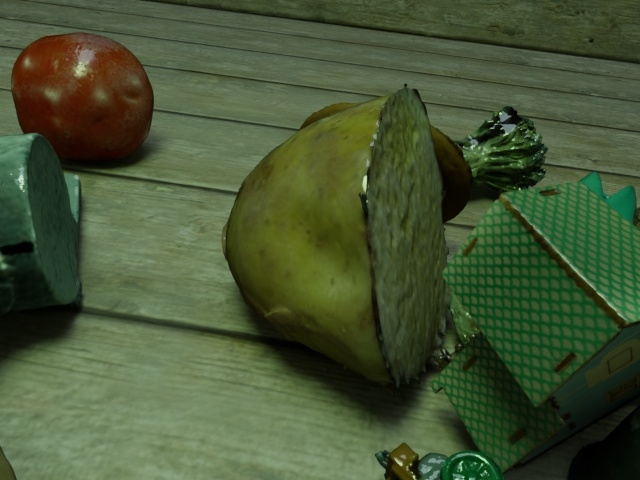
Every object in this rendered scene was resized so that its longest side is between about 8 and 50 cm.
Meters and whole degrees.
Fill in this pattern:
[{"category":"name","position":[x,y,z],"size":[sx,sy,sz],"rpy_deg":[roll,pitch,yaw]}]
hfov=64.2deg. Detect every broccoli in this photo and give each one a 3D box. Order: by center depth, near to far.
[{"category":"broccoli","position":[0.233,-0.122,0.895],"size":[0.303,0.165,0.146],"rpy_deg":[-13,67,-6]}]

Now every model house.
[{"category":"model house","position":[0.198,0.051,0.424],"size":[0.271,0.206,0.178],"rpy_deg":[-33,50,11]}]

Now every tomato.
[{"category":"tomato","position":[-0.403,-0.238,0.872],"size":[0.231,0.232,0.189],"rpy_deg":[0,55,-10]}]

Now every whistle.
[{"category":"whistle","position":[-0.376,-0.009,0.597],"size":[0.168,0.188,0.405],"rpy_deg":[-8,2,-13]}]

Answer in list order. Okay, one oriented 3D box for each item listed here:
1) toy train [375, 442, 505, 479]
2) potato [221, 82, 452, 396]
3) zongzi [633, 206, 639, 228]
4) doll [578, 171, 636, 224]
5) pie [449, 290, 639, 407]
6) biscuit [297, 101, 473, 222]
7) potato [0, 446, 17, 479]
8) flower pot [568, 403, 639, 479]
[{"category":"toy train","position":[0.097,0.238,0.338],"size":[0.136,0.091,0.227],"rpy_deg":[-27,45,-26]},{"category":"potato","position":[0.000,0.000,0.571],"size":[0.237,0.301,0.288],"rpy_deg":[-3,13,28]},{"category":"zongzi","position":[0.591,-0.019,0.825],"size":[0.194,0.099,0.197],"rpy_deg":[14,23,11]},{"category":"doll","position":[0.329,0.018,0.693],"size":[0.258,0.153,0.195],"rpy_deg":[-25,60,-15]},{"category":"pie","position":[0.269,0.072,0.563],"size":[0.240,0.054,0.241],"rpy_deg":[-7,62,13]},{"category":"biscuit","position":[0.082,-0.091,0.718],"size":[0.261,0.262,0.037],"rpy_deg":[17,63,16]},{"category":"potato","position":[-0.278,0.152,0.253],"size":[0.189,0.265,0.211],"rpy_deg":[19,28,35]},{"category":"flower pot","position":[0.303,0.200,0.418],"size":[0.157,0.107,0.157],"rpy_deg":[5,31,-3]}]
